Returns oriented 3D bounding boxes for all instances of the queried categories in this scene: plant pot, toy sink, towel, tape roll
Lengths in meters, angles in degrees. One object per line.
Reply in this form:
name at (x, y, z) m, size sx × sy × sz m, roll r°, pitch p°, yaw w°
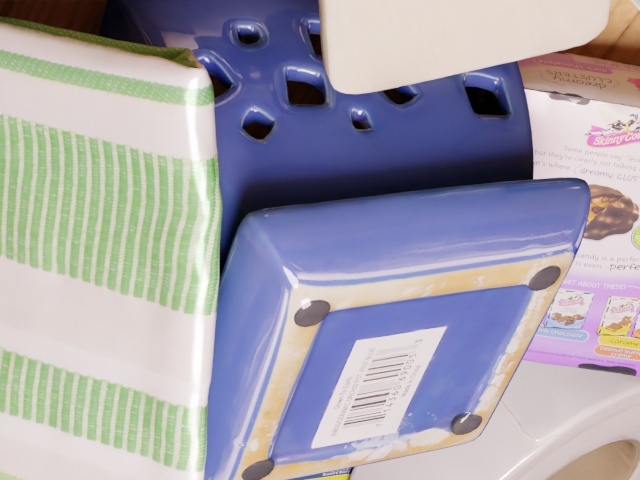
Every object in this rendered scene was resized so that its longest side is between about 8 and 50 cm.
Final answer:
plant pot at (0.000, 0.000, 0.833) m, size 0.235 × 0.212 × 0.236 m, roll -7°, pitch 138°, yaw -27°
toy sink at (0.054, -0.212, 0.705) m, size 0.152 × 0.131 × 0.234 m, roll -13°, pitch 134°, yaw -8°
towel at (-0.167, 0.047, 0.754) m, size 0.038 × 0.247 × 0.325 m, roll -26°, pitch 126°, yaw -62°
tape roll at (0.161, 0.169, 1.132) m, size 0.286 × 0.100 × 0.286 m, roll -26°, pitch 147°, yaw -18°

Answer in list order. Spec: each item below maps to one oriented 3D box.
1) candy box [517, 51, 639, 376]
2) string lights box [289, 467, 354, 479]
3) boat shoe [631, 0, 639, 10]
candy box at (0.167, -0.017, 0.946) m, size 0.164 × 0.070 × 0.196 m, roll 9°, pitch 121°, yaw -7°
string lights box at (-0.055, 0.205, 1.155) m, size 0.133 × 0.077 × 0.260 m, roll -5°, pitch 137°, yaw -20°
boat shoe at (0.219, -0.213, 0.680) m, size 0.303 × 0.114 × 0.091 m, roll -65°, pitch 152°, yaw -14°
